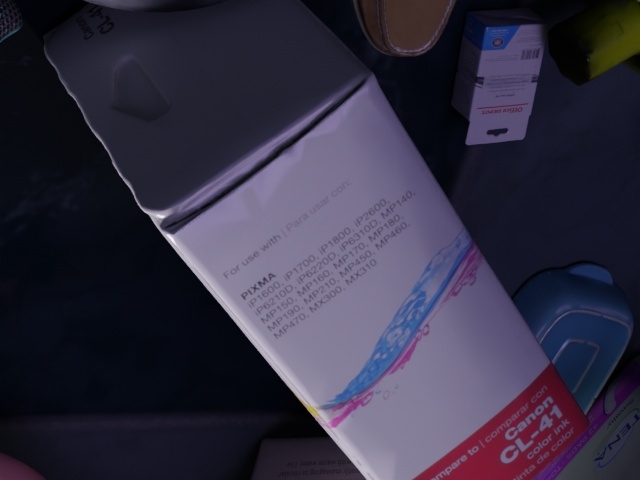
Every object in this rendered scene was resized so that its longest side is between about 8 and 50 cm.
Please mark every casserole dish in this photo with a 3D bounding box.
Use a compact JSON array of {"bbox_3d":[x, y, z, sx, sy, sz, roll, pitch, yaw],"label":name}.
[{"bbox_3d":[0.170,0.104,1.135,0.114,0.037,0.188,15,113,-34],"label":"casserole dish"}]

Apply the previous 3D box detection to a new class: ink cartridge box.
[{"bbox_3d":[0.114,-0.106,0.971,0.048,0.028,0.083,-7,123,-24],"label":"ink cartridge box"},{"bbox_3d":[0.000,0.000,0.853,0.131,0.226,0.306,-36,131,-3],"label":"ink cartridge box"}]

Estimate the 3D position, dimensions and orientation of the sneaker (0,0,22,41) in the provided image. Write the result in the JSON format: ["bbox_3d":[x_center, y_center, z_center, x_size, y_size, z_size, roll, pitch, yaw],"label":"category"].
[{"bbox_3d":[-0.211,-0.071,0.805,0.076,0.065,0.166,11,117,-38],"label":"sneaker"}]

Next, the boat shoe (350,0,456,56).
[{"bbox_3d":[0.055,-0.172,0.752,0.068,0.072,0.190,-12,125,-21],"label":"boat shoe"}]

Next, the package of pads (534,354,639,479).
[{"bbox_3d":[0.205,0.247,1.115,0.101,0.229,0.296,36,100,-12],"label":"package of pads"}]

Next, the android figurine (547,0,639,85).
[{"bbox_3d":[0.254,-0.211,0.940,0.272,0.056,0.248,-34,138,-15],"label":"android figurine"}]

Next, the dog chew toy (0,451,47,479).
[{"bbox_3d":[-0.193,0.262,0.952,0.206,0.207,0.332,-41,138,2],"label":"dog chew toy"}]

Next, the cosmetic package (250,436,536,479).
[{"bbox_3d":[0.024,0.319,0.973,0.155,0.197,0.366,41,54,-41],"label":"cosmetic package"}]

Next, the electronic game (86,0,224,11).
[{"bbox_3d":[-0.098,-0.211,0.713,0.229,0.048,0.229,8,130,10],"label":"electronic game"}]
